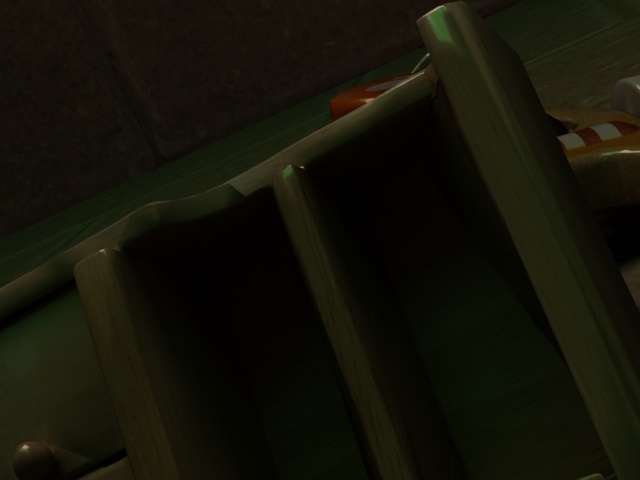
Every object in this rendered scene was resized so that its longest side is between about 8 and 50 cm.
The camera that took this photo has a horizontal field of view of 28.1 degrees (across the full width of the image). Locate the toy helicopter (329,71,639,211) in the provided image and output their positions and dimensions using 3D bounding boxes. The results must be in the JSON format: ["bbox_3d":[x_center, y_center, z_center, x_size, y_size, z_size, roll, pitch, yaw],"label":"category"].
[{"bbox_3d":[0.191,-0.048,0.769,0.235,0.140,0.355,-22,17,-38],"label":"toy helicopter"}]

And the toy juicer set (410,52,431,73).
[{"bbox_3d":[0.000,0.000,0.956,0.329,0.089,0.209,-45,-6,-44],"label":"toy juicer set"}]

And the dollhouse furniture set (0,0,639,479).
[{"bbox_3d":[-0.089,0.033,0.306,0.256,0.362,0.394,-29,-21,19],"label":"dollhouse furniture set"}]
